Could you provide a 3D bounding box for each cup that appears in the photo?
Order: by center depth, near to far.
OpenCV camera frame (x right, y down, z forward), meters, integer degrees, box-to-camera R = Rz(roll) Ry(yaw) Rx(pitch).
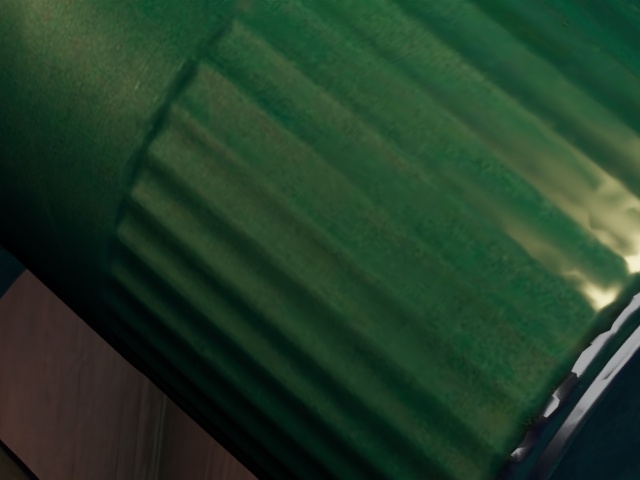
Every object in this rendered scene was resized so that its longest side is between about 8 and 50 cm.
[{"bbox_3d":[0.004,-0.013,0.696,0.308,0.292,0.242,-34,151,-30],"label":"cup"}]
